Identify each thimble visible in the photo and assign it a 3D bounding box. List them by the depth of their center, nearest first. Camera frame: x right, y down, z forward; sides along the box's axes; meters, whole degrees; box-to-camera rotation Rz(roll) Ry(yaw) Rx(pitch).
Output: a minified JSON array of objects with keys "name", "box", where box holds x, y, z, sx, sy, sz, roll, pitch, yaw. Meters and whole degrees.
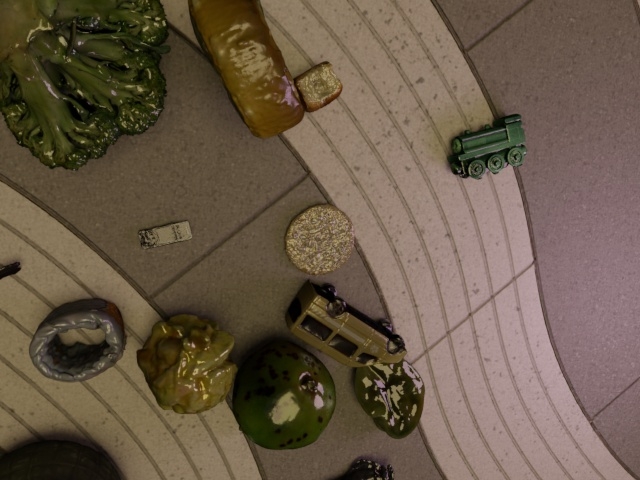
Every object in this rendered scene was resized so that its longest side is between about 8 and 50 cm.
[{"name":"thimble","box":[-0.433,0.179,0.986,0.151,0.118,0.127,-20,106,-10]}]

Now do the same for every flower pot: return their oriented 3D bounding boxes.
[{"name":"flower pot","box":[-0.502,0.535,1.005,0.302,0.213,0.301,-4,104,-15]}]

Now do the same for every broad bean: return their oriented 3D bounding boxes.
[{"name":"broad bean","box":[0.157,0.341,1.216,0.153,0.072,0.206,-23,108,-16]}]

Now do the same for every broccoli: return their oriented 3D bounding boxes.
[{"name":"broccoli","box":[-0.367,-0.275,0.806,0.304,0.283,0.321,-24,91,2]}]

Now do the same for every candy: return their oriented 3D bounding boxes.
[{"name":"candy","box":[-0.114,-0.292,0.885,0.118,0.260,0.259,-25,109,5]}]

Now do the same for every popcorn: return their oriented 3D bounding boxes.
[{"name":"popcorn","box":[-0.242,0.227,1.021,0.167,0.185,0.187,-23,101,-28]}]

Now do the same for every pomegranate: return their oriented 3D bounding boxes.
[{"name":"pomegranate","box":[-0.086,0.318,1.091,0.211,0.211,0.263,28,135,-20]}]

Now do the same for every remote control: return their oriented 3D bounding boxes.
[{"name":"remote control","box":[-0.292,-0.011,1.031,0.096,0.014,0.039,-13,107,-11]}]

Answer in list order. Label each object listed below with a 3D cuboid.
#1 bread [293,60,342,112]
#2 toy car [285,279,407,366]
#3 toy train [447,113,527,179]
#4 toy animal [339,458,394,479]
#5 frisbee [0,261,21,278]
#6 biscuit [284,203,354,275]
[{"name":"bread","box":[-0.005,-0.282,1.014,0.083,0.070,0.076,-31,109,-4]},{"name":"toy car","box":[0.054,0.190,1.135,0.257,0.101,0.124,35,97,-19]},{"name":"toy train","box":[0.347,-0.192,1.140,0.171,0.071,0.111,-16,98,-10]},{"name":"toy animal","box":[0.065,0.592,1.261,0.233,0.084,0.148,-17,91,-5]},{"name":"frisbee","box":[-0.595,0.087,0.916,0.187,0.211,0.012,-35,77,-28]},{"name":"biscuit","box":[0.000,0.000,1.113,0.152,0.020,0.152,-4,106,-14]}]
